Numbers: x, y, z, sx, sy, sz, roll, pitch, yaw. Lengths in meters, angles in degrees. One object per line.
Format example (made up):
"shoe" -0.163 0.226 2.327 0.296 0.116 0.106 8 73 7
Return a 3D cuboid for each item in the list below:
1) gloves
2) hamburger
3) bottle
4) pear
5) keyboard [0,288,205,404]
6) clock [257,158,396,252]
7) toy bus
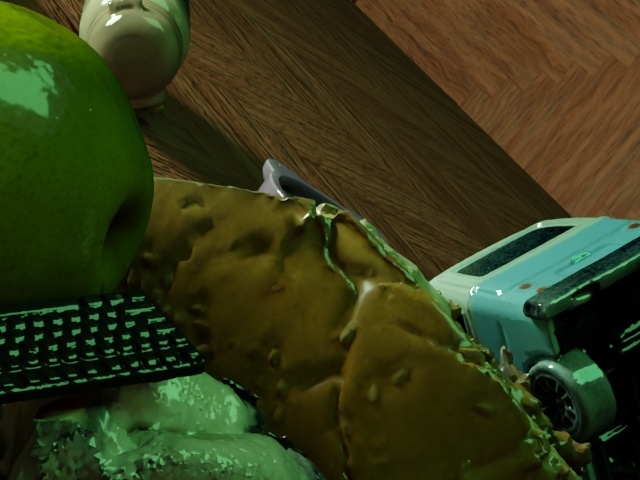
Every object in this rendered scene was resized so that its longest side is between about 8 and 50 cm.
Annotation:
"gloves" -0.071 0.098 0.763 0.153 0.070 0.114 14 24 -22
"hamburger" -0.003 0.070 0.893 0.282 0.245 0.155 -2 -18 15
"bottle" -0.161 -0.176 1.499 0.209 0.097 0.110 -102 -177 -69
"pear" -0.188 -0.038 0.807 0.216 0.166 0.180 15 22 10
"keyboard" -0.146 0.048 0.702 0.204 0.013 0.061 -5 33 -37
"clock" 0.000 0.000 1.418 0.153 0.050 0.110 33 14 -27
"toy bus" 0.165 0.126 1.008 0.165 0.133 0.271 11 -57 57
